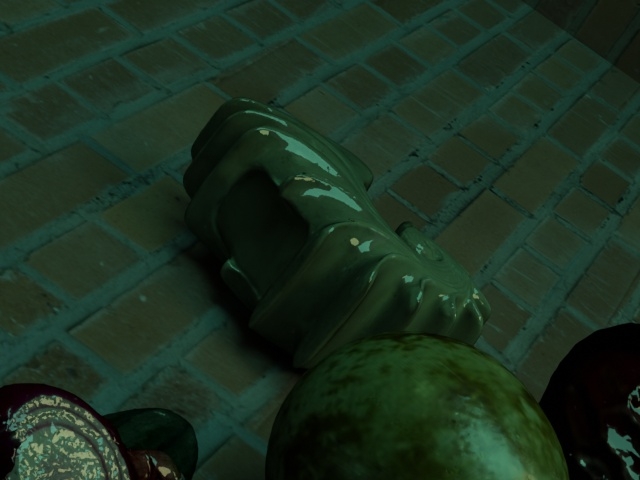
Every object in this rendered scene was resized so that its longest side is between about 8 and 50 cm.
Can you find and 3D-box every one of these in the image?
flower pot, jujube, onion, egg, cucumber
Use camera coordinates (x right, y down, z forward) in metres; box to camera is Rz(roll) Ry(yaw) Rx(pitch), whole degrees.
[{"bbox_3d":[0.000,0.000,2.056,0.254,0.164,0.367,18,27,-45],"label":"flower pot"},{"bbox_3d":[0.339,0.258,1.889,0.258,0.258,0.377,15,47,-38],"label":"jujube"},{"bbox_3d":[-0.195,0.191,1.439,0.198,0.135,0.173,-2,75,-53],"label":"onion"},{"bbox_3d":[0.087,0.200,1.647,0.238,0.238,0.289,12,10,-42],"label":"egg"},{"bbox_3d":[-0.163,0.180,1.611,0.115,0.063,0.244,37,21,6],"label":"cucumber"}]
